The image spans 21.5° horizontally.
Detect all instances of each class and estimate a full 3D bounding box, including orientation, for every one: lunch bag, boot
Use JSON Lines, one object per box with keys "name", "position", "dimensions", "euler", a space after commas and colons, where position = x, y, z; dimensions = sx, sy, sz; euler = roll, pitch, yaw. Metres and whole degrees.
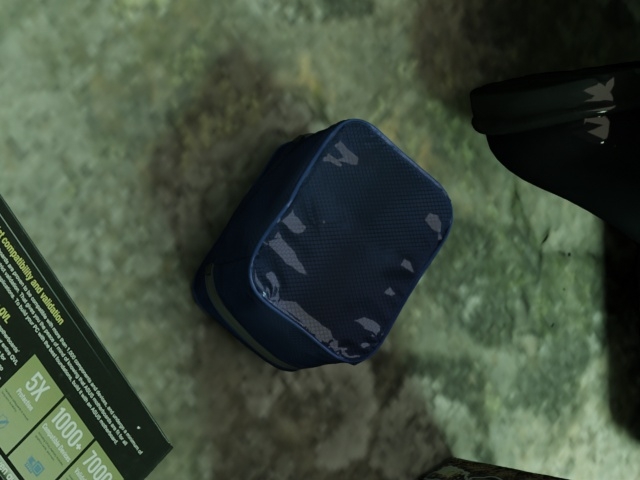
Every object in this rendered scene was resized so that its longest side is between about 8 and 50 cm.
{"name": "lunch bag", "position": [0.000, 0.000, 0.663], "dimensions": [0.067, 0.065, 0.098], "euler": [42, 66, -18]}
{"name": "boot", "position": [0.172, 0.018, 0.793], "dimensions": [0.246, 0.094, 0.207], "euler": [-8, 94, -47]}

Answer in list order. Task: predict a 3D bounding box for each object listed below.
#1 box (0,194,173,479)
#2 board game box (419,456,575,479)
{"name": "box", "position": [-0.156, 0.045, 0.517], "dimensions": [0.147, 0.077, 0.180], "euler": [-47, 121, -29]}
{"name": "board game box", "position": [0.138, 0.232, 0.646], "dimensions": [0.141, 0.291, 0.232], "euler": [-29, 112, -36]}
